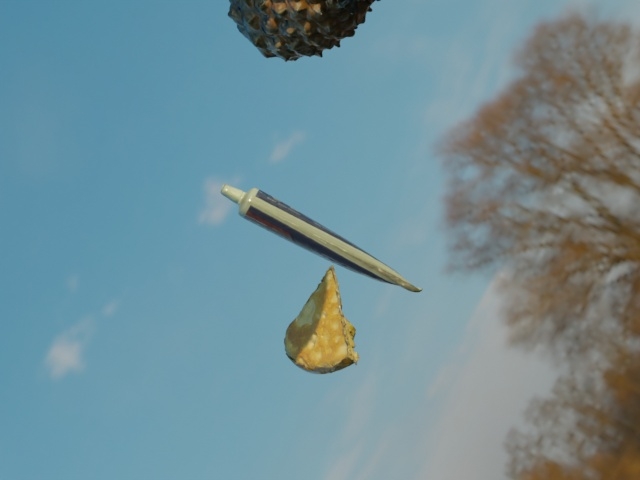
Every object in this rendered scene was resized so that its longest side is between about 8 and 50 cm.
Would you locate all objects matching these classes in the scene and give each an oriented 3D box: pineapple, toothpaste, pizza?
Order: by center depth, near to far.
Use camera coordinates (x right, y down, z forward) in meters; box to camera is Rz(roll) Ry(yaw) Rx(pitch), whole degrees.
[{"bbox_3d":[0.000,0.000,0.825,0.021,0.140,0.037,-62,2,-1],"label":"toothpaste"},{"bbox_3d":[0.010,0.078,1.291,0.026,0.123,0.109,17,-98,-33],"label":"pizza"},{"bbox_3d":[0.031,-0.318,1.525,0.340,0.169,0.169,-15,30,54],"label":"pineapple"}]
